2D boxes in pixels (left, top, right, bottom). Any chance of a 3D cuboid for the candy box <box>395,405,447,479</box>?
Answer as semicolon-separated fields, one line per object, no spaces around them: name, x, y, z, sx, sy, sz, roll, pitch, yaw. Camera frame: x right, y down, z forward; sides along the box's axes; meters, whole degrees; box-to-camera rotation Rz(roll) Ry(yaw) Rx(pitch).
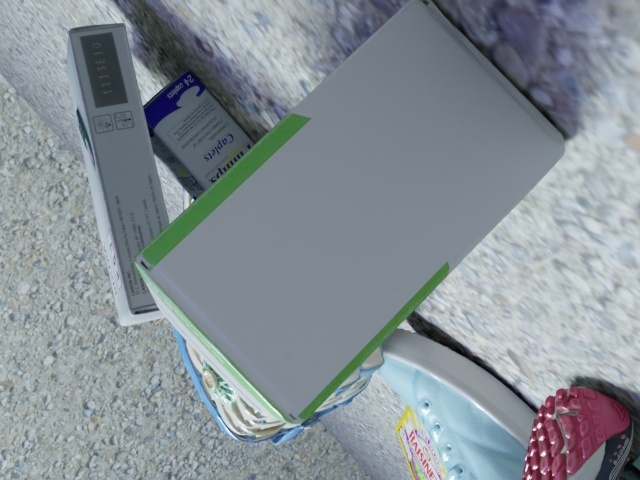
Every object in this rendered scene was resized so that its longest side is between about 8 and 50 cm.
candy box;0.155;0.313;1.215;0.105;0.027;0.206;112;147;-47

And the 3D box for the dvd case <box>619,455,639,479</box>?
dvd case;0.292;0.226;0.794;0.087;0.013;0.119;42;169;17

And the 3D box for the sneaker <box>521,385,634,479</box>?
sneaker;0.219;0.240;0.765;0.112;0.121;0.299;7;128;10

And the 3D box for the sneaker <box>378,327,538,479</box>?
sneaker;0.167;0.240;0.932;0.366;0.150;0.135;40;166;25

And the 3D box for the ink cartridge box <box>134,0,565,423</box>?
ink cartridge box;0.000;0.000;0.565;0.115;0.198;0.273;45;168;0

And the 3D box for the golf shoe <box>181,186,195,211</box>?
golf shoe;-0.172;-0.057;1.292;0.086;0.067;0.186;44;169;11

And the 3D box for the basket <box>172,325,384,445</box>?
basket;-0.060;0.090;1.012;0.289;0.201;0.255;124;124;-71

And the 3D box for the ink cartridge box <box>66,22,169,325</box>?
ink cartridge box;-0.208;-0.050;0.945;0.239;0.060;0.275;150;107;-70

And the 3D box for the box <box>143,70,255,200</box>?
box;-0.132;-0.102;0.987;0.137;0.072;0.126;48;169;-14
